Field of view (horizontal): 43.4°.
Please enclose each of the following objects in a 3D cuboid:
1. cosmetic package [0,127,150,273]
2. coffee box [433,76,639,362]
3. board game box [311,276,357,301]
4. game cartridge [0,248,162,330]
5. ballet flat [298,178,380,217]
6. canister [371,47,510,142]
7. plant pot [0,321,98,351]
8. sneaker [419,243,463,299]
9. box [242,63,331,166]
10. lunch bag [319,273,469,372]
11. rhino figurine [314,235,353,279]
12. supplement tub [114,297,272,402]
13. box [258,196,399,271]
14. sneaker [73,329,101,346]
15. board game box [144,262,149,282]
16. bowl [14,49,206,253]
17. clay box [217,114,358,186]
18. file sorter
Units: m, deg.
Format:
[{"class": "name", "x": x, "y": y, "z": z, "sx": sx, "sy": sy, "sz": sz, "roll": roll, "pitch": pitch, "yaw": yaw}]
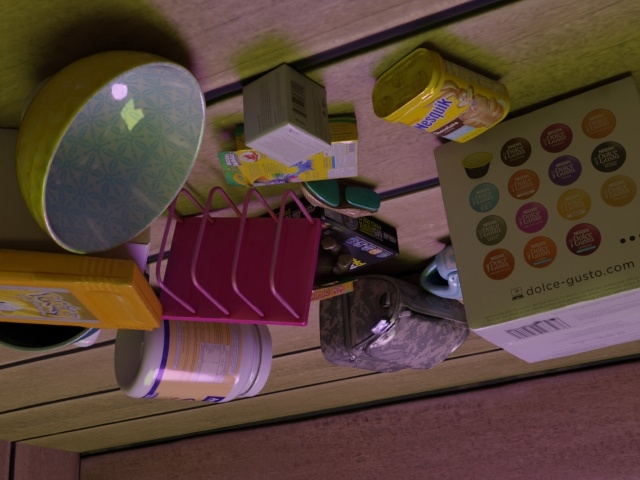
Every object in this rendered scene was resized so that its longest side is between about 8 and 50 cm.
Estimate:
[{"class": "cosmetic package", "x": -0.454, "y": -0.056, "z": 1.249, "sx": 0.366, "sy": 0.196, "sz": 0.155, "roll": 4, "pitch": 154, "yaw": -16}, {"class": "coffee box", "x": 0.429, "y": -0.012, "z": 1.359, "sx": 0.338, "sy": 0.334, "sz": 0.338, "roll": -18, "pitch": 155, "yaw": 25}, {"class": "board game box", "x": -0.050, "y": 0.093, "z": 1.609, "sx": 0.124, "sy": 0.039, "sz": 0.259, "roll": -12, "pitch": -174, "yaw": -38}, {"class": "game cartridge", "x": -0.415, "y": 0.079, "z": 1.207, "sx": 0.324, "sy": 0.052, "sz": 0.285, "roll": 5, "pitch": 161, "yaw": 0}, {"class": "ballet flat", "x": 0.020, "y": -0.078, "z": 1.453, "sx": 0.206, "sy": 0.073, "sz": 0.067, "roll": 19, "pitch": 150, "yaw": -40}, {"class": "canister", "x": 0.180, "y": -0.208, "z": 1.186, "sx": 0.170, "sy": 0.073, "sz": 0.126, "roll": 11, "pitch": 152, "yaw": -36}, {"class": "plant pot", "x": -0.480, "y": 0.073, "z": 1.480, "sx": 0.272, "sy": 0.271, "sz": 0.255, "roll": -4, "pitch": 170, "yaw": -2}, {"class": "sneaker", "x": 0.334, "y": 0.051, "z": 1.735, "sx": 0.150, "sy": 0.135, "sz": 0.366, "roll": 1, "pitch": 155, "yaw": -21}, {"class": "box", "x": -0.049, "y": -0.179, "z": 1.166, "sx": 0.087, "sy": 0.101, "sz": 0.102, "roll": -21, "pitch": 152, "yaw": 33}, {"class": "lunch bag", "x": 0.177, "y": 0.191, "z": 1.912, "sx": 0.305, "sy": 0.212, "sz": 0.256, "roll": 18, "pitch": 151, "yaw": -40}, {"class": "rhino figurine", "x": -0.051, "y": 0.044, "z": 1.562, "sx": 0.243, "sy": 0.073, "sz": 0.106, "roll": -6, "pitch": 167, "yaw": 11}, {"class": "supplement tub", "x": -0.311, "y": 0.272, "z": 1.971, "sx": 0.331, "sy": 0.241, "sz": 0.241, "roll": 11, "pitch": 152, "yaw": -32}, {"class": "box", "x": 0.000, "y": 0.000, "z": 1.639, "sx": 0.216, "sy": 0.060, "sz": 0.270, "roll": -21, "pitch": 152, "yaw": 32}, {"class": "sneaker", "x": -0.588, "y": 0.114, "z": 1.679, "sx": 0.290, "sy": 0.106, "sz": 0.123, "roll": 23, "pitch": 138, "yaw": -10}, {"class": "board game box", "x": -0.470, "y": 0.063, "z": 1.700, "sx": 0.170, "sy": 0.048, "sz": 0.141, "roll": -11, "pitch": 155, "yaw": 13}, {"class": "bowl", "x": -0.309, "y": -0.141, "z": 1.089, "sx": 0.156, "sy": 0.289, "sz": 0.289, "roll": 33, "pitch": 166, "yaw": 21}, {"class": "clay box", "x": -0.050, "y": -0.143, "z": 1.310, "sx": 0.222, "sy": 0.053, "sz": 0.127, "roll": -4, "pitch": 157, "yaw": 1}, {"class": "file sorter", "x": -0.172, "y": 0.020, "z": 1.408, "sx": 0.291, "sy": 0.202, "sz": 0.182, "roll": 1, "pitch": 157, "yaw": 18}]
